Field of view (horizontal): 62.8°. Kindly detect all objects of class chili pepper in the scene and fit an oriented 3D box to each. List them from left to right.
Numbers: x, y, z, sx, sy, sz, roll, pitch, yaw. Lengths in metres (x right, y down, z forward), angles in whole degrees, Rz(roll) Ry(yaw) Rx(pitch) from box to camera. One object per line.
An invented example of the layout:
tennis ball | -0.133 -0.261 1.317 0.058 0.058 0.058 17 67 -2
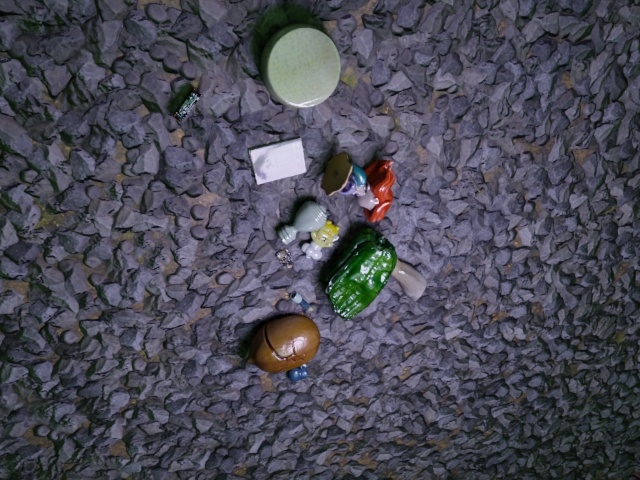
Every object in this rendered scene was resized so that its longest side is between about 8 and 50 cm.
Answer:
chili pepper | 0.138 0.123 1.955 0.213 0.167 0.385 24 118 -10

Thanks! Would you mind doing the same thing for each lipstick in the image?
lipstick | -0.069 0.241 2.014 0.037 0.037 0.116 -42 124 5

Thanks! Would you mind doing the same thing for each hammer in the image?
hammer | 0.594 -0.216 2.014 0.035 0.019 0.110 -39 117 3

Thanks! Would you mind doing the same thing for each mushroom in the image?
mushroom | 0.341 0.146 2.063 0.247 0.108 0.096 42 57 -31

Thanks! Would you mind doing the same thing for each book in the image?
book | -0.142 -0.266 1.760 0.181 0.014 0.127 -16 118 -10

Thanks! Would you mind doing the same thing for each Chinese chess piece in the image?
Chinese chess piece | -0.060 -0.533 1.608 0.250 0.101 0.250 -7 116 -14

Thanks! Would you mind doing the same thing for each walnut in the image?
walnut | -0.140 0.398 1.973 0.297 0.203 0.203 -25 120 -13

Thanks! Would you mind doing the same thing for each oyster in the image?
oyster | -0.126 0.070 1.921 0.054 0.019 0.083 -30 120 -3

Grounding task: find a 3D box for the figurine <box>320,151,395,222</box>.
figurine | 0.156 -0.190 1.805 0.257 0.181 0.208 22 78 -32

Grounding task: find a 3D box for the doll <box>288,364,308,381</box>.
doll | -0.090 0.541 2.141 0.083 0.050 0.076 -10 113 -11

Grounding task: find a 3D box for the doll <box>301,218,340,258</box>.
doll | 0.000 0.000 1.904 0.106 0.062 0.162 34 102 -23

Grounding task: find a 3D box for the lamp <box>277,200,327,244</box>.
lamp | -0.062 -0.064 1.838 0.193 0.106 0.106 -34 120 12

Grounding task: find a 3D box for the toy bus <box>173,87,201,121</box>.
toy bus | -0.405 -0.412 1.591 0.031 0.043 0.110 36 98 -32
